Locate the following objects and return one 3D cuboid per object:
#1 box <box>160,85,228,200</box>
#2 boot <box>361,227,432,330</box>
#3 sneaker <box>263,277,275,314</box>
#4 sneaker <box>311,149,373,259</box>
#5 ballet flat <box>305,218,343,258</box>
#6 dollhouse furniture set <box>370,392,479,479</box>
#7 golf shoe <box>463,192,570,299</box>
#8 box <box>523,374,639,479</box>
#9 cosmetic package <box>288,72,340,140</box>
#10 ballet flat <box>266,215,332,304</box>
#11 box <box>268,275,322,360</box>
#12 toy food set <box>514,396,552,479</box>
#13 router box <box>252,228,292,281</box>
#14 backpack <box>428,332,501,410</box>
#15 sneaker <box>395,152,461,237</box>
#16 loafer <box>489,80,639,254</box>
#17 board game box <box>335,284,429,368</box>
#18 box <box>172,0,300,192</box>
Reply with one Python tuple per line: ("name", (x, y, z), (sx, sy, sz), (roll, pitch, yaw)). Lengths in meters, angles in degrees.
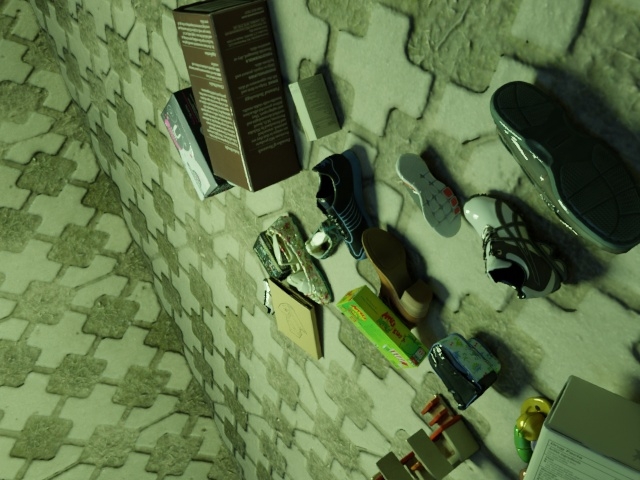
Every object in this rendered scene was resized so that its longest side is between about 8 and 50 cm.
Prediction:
("box", (-0.272, -0.247, 1.766), (0.247, 0.142, 0.163), (65, 154, 0))
("boot", (0.131, 0.084, 1.386), (0.197, 0.072, 0.152), (57, 157, 22))
("sneaker", (-0.141, 0.158, 1.988), (0.040, 0.043, 0.109), (2, 112, 64))
("sneaker", (0.041, -0.057, 1.404), (0.081, 0.090, 0.233), (21, 130, 55))
("ballet flat", (0.000, 0.000, 1.563), (0.070, 0.070, 0.188), (58, 154, 13))
("dollhouse furniture set", (0.168, 0.430, 1.399), (0.135, 0.259, 0.262), (51, 151, 20))
("golf shoe", (0.264, 0.006, 1.042), (0.198, 0.093, 0.077), (47, 150, 35))
("box", (0.373, 0.364, 1.042), (0.147, 0.121, 0.311), (25, 131, 23))
("cosmetic package", (-0.011, -0.254, 1.367), (0.041, 0.060, 0.115), (4, 115, 62))
("ballet flat", (-0.058, 0.057, 1.707), (0.241, 0.077, 0.091), (63, 153, 3))
("box", (-0.066, 0.203, 1.868), (0.164, 0.021, 0.201), (33, 146, 35))
("toy food set", (0.371, 0.370, 1.181), (0.128, 0.071, 0.218), (6, 118, 61))
("router box", (-0.125, 0.042, 1.862), (0.123, 0.038, 0.092), (58, 154, 13))
("backpack", (0.251, 0.220, 1.259), (0.114, 0.084, 0.105), (48, 149, 21))
("sneaker", (0.182, -0.074, 1.188), (0.158, 0.061, 0.065), (61, -179, 10))
("loafer", (0.309, -0.088, 0.903), (0.268, 0.096, 0.084), (60, 174, 26))
("board game box", (0.120, 0.170, 1.393), (0.181, 0.043, 0.092), (46, 157, -5))
("box", (-0.177, -0.314, 1.538), (0.191, 0.143, 0.382), (28, 134, 51))
